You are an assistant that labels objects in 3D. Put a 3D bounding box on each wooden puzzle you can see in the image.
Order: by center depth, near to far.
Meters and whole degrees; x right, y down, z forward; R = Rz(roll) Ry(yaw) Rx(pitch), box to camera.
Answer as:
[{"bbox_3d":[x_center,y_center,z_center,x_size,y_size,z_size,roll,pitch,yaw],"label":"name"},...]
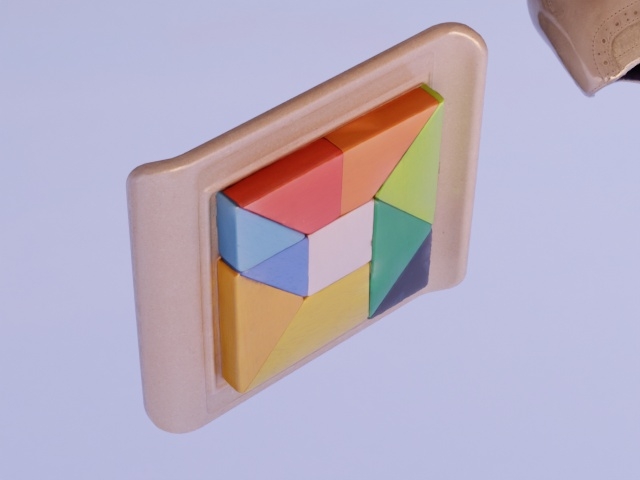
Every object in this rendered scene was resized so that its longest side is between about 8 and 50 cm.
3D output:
[{"bbox_3d":[0.000,0.000,1.081,0.239,0.221,0.044,-25,-130,-25],"label":"wooden puzzle"}]

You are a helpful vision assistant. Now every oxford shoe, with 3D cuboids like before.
[{"bbox_3d":[0.264,-0.139,1.111,0.348,0.130,0.123,-6,161,-31],"label":"oxford shoe"}]
